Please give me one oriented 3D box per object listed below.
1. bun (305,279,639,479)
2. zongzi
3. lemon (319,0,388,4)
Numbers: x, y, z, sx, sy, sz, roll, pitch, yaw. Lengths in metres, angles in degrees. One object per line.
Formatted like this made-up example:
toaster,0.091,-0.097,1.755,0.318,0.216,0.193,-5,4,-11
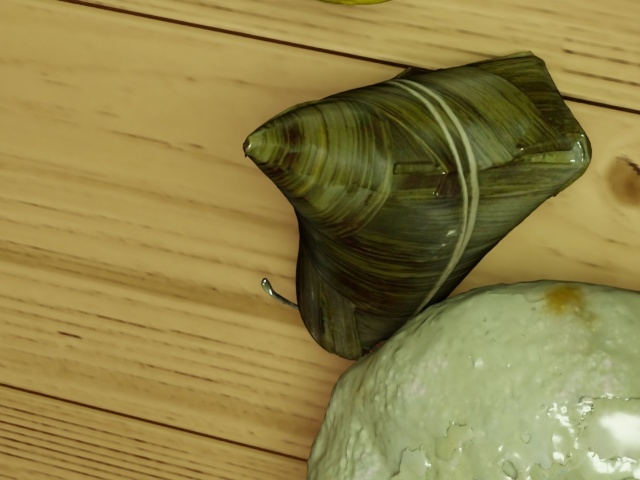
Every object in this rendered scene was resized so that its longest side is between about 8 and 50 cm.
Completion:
bun,0.117,0.122,0.893,0.239,0.141,0.239,1,145,1
zongzi,0.000,0.000,0.860,0.084,0.184,0.187,59,136,22
lemon,0.011,-0.148,0.791,0.109,0.109,0.133,15,145,12
